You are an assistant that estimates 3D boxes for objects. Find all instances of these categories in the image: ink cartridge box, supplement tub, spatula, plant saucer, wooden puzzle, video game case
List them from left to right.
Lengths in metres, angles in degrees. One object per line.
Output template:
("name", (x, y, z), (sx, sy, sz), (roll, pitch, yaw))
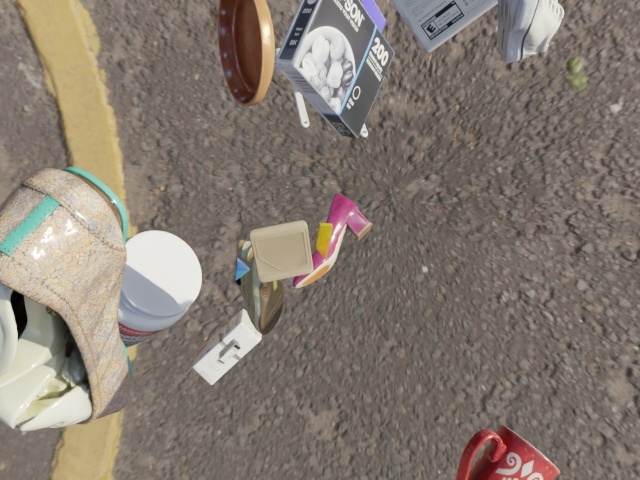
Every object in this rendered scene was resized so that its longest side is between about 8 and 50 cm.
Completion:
("supplement tub", (-0.372, 0.103, 1.349), (0.272, 0.191, 0.191), (-30, 90, 50))
("ink cartridge box", (-0.186, 0.211, 1.351), (0.135, 0.099, 0.056), (-43, 101, 5))
("plant saucer", (-0.049, -0.131, 0.445), (0.013, 0.083, 0.083), (-11, 93, -25))
("wooden puzzle", (-0.044, 0.012, 0.788), (0.117, 0.014, 0.078), (-6, 123, -9))
("spatula", (0.003, -0.295, 1.325), (0.168, 0.019, 0.241), (5, 51, -22))
("ink cartridge box", (0.035, -0.282, 0.946), (0.045, 0.206, 0.208), (15, 79, 32))
("video game case", (0.254, -0.578, 1.291), (0.329, 0.036, 0.300), (-31, 102, 34))

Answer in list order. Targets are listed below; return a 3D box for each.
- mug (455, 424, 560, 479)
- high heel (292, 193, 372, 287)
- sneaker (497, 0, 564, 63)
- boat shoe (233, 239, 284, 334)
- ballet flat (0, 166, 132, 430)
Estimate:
("mug", (0.267, 0.384, 1.067), (0.150, 0.113, 0.169), (40, 83, 3))
("high heel", (0.000, 0.000, 1.583), (0.244, 0.082, 0.117), (-44, 75, -6))
("sneaker", (0.337, -0.370, 1.072), (0.091, 0.258, 0.094), (-17, 80, 8))
("boat shoe", (-0.102, 0.070, 1.060), (0.072, 0.068, 0.189), (21, 134, 19))
("ballet flat", (-0.207, 0.077, 0.501), (0.108, 0.106, 0.316), (27, 140, 10))
